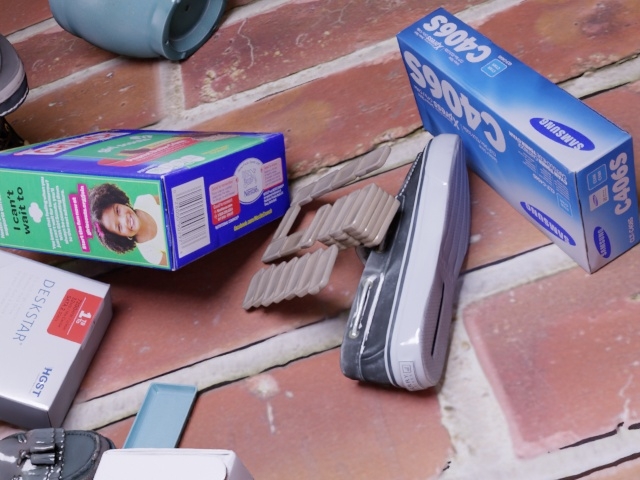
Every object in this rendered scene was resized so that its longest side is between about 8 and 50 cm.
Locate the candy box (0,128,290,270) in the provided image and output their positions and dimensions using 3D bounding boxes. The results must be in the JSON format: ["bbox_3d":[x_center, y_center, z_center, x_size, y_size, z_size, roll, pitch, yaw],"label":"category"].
[{"bbox_3d":[-0.241,-0.067,1.111,0.317,0.122,0.268,4,18,27],"label":"candy box"}]

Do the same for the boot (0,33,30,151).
[{"bbox_3d":[-0.505,-0.172,1.289,0.377,0.284,0.138,14,55,35],"label":"boot"}]

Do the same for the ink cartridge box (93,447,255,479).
[{"bbox_3d":[-0.091,0.314,0.666,0.117,0.278,0.201,-3,48,21],"label":"ink cartridge box"}]

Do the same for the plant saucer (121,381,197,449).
[{"bbox_3d":[-0.194,0.245,0.961,0.067,0.018,0.192,0,51,24],"label":"plant saucer"}]

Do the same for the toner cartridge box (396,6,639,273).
[{"bbox_3d":[0.222,-0.128,1.013,0.075,0.165,0.348,-33,44,-6],"label":"toner cartridge box"}]

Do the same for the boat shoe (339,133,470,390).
[{"bbox_3d":[0.093,0.008,0.975,0.119,0.121,0.335,0,50,24],"label":"boat shoe"}]

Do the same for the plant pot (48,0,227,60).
[{"bbox_3d":[-0.280,-0.427,1.456,0.196,0.293,0.293,35,68,14],"label":"plant pot"}]

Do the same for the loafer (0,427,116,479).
[{"bbox_3d":[-0.362,0.265,0.962,0.267,0.084,0.096,-19,43,12],"label":"loafer"}]

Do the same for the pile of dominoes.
[{"bbox_3d":[0.000,0.000,1.018,0.251,0.040,0.196,-21,38,62],"label":"pile of dominoes"}]

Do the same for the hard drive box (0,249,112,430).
[{"bbox_3d":[-0.397,0.111,1.054,0.232,0.089,0.181,17,55,0],"label":"hard drive box"}]
